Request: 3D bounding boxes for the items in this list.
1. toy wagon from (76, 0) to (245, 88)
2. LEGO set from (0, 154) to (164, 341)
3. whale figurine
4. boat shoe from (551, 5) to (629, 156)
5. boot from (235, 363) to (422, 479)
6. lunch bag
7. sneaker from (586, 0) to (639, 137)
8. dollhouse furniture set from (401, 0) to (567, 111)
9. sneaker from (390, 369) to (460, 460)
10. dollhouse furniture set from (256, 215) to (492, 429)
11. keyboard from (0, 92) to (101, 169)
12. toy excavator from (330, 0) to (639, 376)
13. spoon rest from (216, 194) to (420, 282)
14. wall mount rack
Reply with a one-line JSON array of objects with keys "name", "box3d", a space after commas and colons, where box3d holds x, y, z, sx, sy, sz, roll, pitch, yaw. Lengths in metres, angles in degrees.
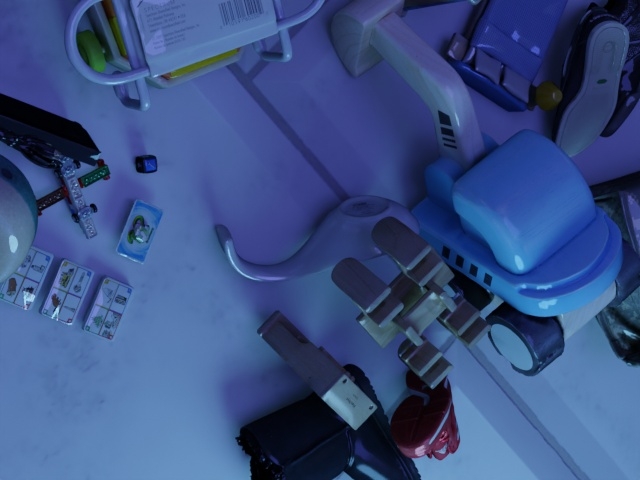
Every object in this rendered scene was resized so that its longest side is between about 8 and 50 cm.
[{"name": "toy wagon", "box3d": [-0.215, -0.371, 1.777, 0.267, 0.068, 0.344, -25, 105, -24]}, {"name": "LEGO set", "box3d": [-0.299, -0.014, 1.786, 0.182, 0.060, 0.244, 26, 83, -39]}, {"name": "whale figurine", "box3d": [-0.459, -0.059, 1.634, 0.272, 0.216, 0.141, 29, 36, -15]}, {"name": "boat shoe", "box3d": [0.392, -0.232, 2.079, 0.084, 0.079, 0.233, -2, 125, -21]}, {"name": "boot", "box3d": [0.014, 0.319, 1.932, 0.207, 0.094, 0.246, -32, 101, -26]}, {"name": "lunch bag", "box3d": [0.528, 0.036, 2.145, 0.235, 0.169, 0.287, -17, 97, -26]}, {"name": "sneaker", "box3d": [0.437, -0.276, 2.126, 0.130, 0.087, 0.227, 20, 100, -7]}, {"name": "dollhouse furniture set", "box3d": [0.290, -0.364, 1.972, 0.303, 0.198, 0.286, 31, 80, -27]}, {"name": "sneaker", "box3d": [0.162, 0.270, 1.961, 0.221, 0.087, 0.128, -60, 134, -61]}, {"name": "dollhouse furniture set", "box3d": [0.065, 0.101, 1.865, 0.242, 0.161, 0.212, -45, 135, -4]}, {"name": "keyboard", "box3d": [-0.403, -0.149, 1.627, 0.317, 0.201, 0.033, 20, 103, -27]}, {"name": "toy excavator", "box3d": [0.217, -0.102, 1.919, 0.222, 0.433, 0.445, -36, 137, -21]}, {"name": "spoon rest", "box3d": [0.000, 0.000, 1.900, 0.276, 0.137, 0.084, -9, 117, -13]}, {"name": "wall mount rack", "box3d": [-0.175, -0.331, 1.690, 0.350, 0.130, 0.304, -22, 110, -23]}]
